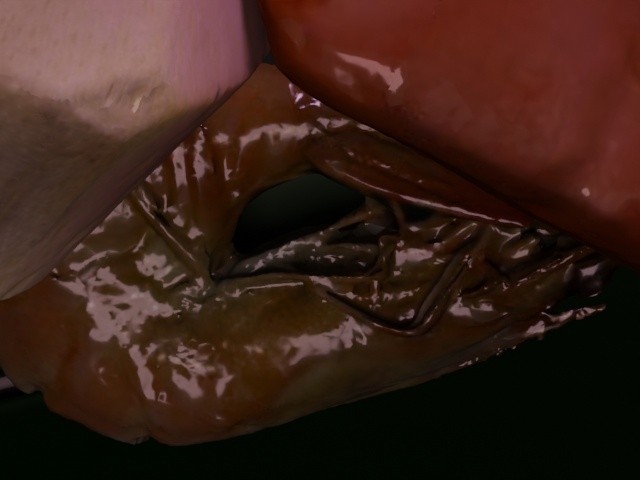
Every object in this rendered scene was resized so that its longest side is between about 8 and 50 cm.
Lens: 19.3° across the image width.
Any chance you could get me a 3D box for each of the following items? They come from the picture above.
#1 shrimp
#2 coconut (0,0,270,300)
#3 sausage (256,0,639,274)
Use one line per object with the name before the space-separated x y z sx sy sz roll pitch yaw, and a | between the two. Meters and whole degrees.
shrimp | 0.000 0.000 0.676 0.267 0.061 0.145 -6 110 15
coconut | -0.120 -0.100 0.553 0.237 0.197 0.237 10 125 15
sausage | 0.129 -0.027 0.593 0.348 0.094 0.097 25 79 -17
